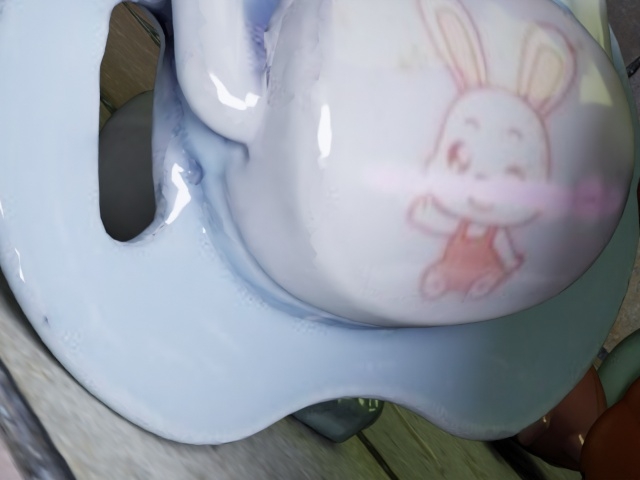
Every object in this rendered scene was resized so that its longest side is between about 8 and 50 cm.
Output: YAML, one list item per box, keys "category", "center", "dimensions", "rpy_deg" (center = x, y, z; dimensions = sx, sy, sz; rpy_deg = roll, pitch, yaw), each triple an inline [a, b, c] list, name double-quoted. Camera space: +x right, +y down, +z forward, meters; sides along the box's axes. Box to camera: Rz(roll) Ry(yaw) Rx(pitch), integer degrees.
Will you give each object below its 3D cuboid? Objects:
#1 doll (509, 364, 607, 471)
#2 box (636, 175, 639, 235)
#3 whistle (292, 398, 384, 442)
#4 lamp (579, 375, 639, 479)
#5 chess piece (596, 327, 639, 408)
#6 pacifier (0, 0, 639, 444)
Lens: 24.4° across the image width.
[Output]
- category: "doll"
  center: [0.130, 0.076, 1.074]
  dimensions: [0.262, 0.093, 0.211]
  rpy_deg: [48, 11, 14]
- category: "box"
  center: [0.257, 0.087, 0.322]
  dimensions: [0.344, 0.122, 0.385]
  rpy_deg: [10, 40, 2]
- category: "whistle"
  center: [0.000, 0.000, 0.710]
  dimensions: [0.123, 0.123, 0.223]
  rpy_deg: [41, 23, -33]
- category: "lamp"
  center: [0.255, 0.168, 0.918]
  dimensions: [0.187, 0.187, 0.164]
  rpy_deg: [43, 9, -18]
- category: "chess piece"
  center: [0.331, 0.189, 1.318]
  dimensions: [0.194, 0.194, 0.299]
  rpy_deg: [46, 16, 1]
- category: "pacifier"
  center: [-0.014, -0.041, 0.550]
  dimensions: [0.287, 0.238, 0.225]
  rpy_deg: [1, -7, -39]
